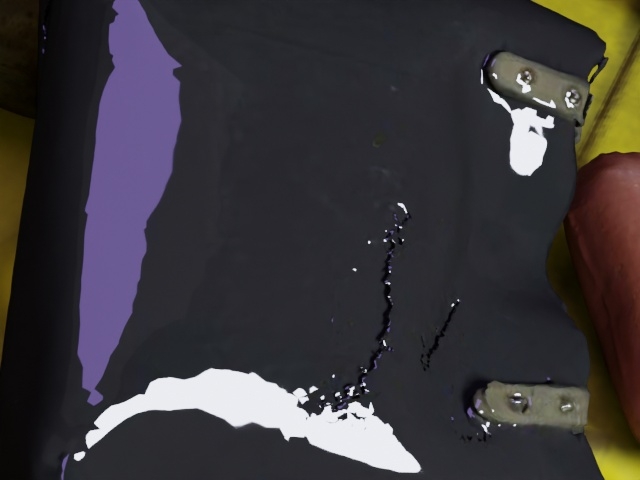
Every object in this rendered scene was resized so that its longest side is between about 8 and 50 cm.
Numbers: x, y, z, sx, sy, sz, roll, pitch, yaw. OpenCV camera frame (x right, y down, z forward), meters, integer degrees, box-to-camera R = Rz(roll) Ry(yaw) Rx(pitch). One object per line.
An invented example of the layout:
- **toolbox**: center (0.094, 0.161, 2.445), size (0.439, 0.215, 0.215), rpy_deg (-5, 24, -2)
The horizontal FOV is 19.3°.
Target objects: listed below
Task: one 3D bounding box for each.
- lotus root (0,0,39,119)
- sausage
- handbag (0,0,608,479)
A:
- **lotus root**: center (-0.099, -0.122, 1.005), size (0.241, 0.124, 0.123), rpy_deg (5, 58, 1)
- **sausage**: center (0.172, 0.034, 0.940), size (0.077, 0.077, 0.194), rpy_deg (-6, 51, -11)
- **handbag**: center (0.000, 0.000, 0.881), size (0.288, 0.152, 0.342), rpy_deg (8, 72, -14)
